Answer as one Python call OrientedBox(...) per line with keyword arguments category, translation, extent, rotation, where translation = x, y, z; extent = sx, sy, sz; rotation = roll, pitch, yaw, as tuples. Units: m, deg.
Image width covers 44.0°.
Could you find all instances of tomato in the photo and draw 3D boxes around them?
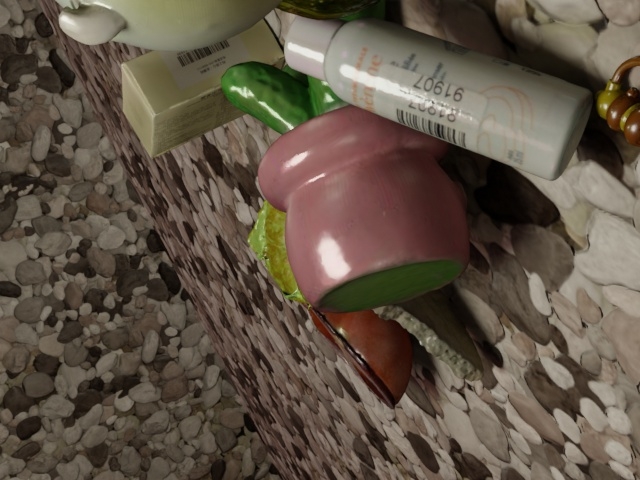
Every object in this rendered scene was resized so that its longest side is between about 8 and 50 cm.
OrientedBox(category="tomato", translation=(0.073, 0.146, 1.230), extent=(0.228, 0.112, 0.199), rotation=(49, 170, 19))

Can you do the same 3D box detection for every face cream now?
OrientedBox(category="face cream", translation=(0.091, -0.134, 0.682), extent=(0.269, 0.082, 0.082), rotation=(24, 146, 21))

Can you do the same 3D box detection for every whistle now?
OrientedBox(category="whistle", translation=(0.241, -0.089, 0.576), extent=(0.109, 0.046, 0.057), rotation=(53, 175, 37))

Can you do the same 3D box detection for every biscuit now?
OrientedBox(category="biscuit", translation=(0.112, 0.071, 1.003), extent=(0.250, 0.032, 0.133), rotation=(37, -150, -20))

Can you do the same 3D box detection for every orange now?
OrientedBox(category="orange", translation=(0.004, -0.001, 1.114), extent=(0.237, 0.159, 0.179), rotation=(-178, 76, -68))

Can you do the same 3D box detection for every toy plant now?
OrientedBox(category="toy plant", translation=(0.023, -0.099, 0.872), extent=(0.317, 0.211, 0.356), rotation=(114, 137, -69))

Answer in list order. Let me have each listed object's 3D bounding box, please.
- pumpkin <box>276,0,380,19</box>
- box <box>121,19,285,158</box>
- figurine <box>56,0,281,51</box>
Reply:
OrientedBox(category="pumpkin", translation=(0.011, -0.309, 0.640), extent=(0.260, 0.190, 0.260), rotation=(175, 90, -79))
OrientedBox(category="box", translation=(-0.174, -0.227, 1.154), extent=(0.095, 0.212, 0.168), rotation=(60, 161, 5))
OrientedBox(category="figurine", translation=(-0.120, -0.264, 0.362), extent=(0.275, 0.226, 0.394), rotation=(15, 159, 3))
